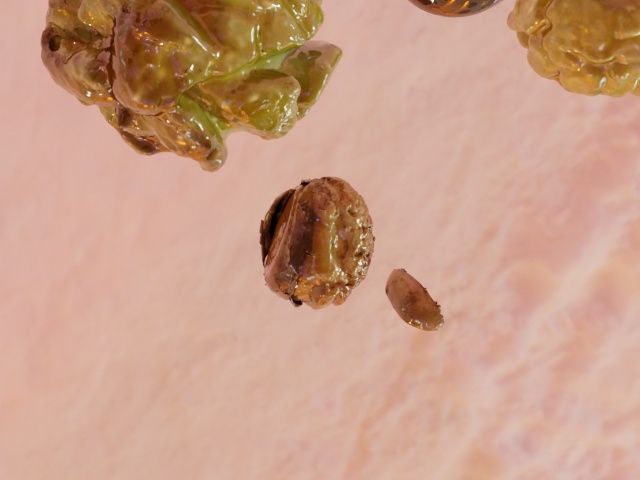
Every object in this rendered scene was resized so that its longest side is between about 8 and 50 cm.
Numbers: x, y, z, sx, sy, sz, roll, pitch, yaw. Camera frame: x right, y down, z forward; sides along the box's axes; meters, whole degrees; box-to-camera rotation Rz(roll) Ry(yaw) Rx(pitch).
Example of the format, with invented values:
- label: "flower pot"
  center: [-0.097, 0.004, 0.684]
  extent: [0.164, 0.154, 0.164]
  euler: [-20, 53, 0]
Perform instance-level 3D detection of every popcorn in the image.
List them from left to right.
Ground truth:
- label: "popcorn"
  center: [-0.134, -0.202, 1.282]
  extent: [0.247, 0.282, 0.282]
  euler: [-48, 131, -21]
- label: "popcorn"
  center: [0.336, -0.280, 1.493]
  extent: [0.249, 0.249, 0.225]
  euler: [-13, 144, -9]

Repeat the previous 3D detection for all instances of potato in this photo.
- label: "potato"
  center: [0.106, 0.071, 1.575]
  extent: [0.036, 0.093, 0.037]
  euler: [-32, 156, -28]

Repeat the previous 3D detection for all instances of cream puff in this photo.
- label: "cream puff"
  center: [0.000, 0.000, 1.239]
  extent: [0.104, 0.119, 0.133]
  euler: [19, 117, -14]

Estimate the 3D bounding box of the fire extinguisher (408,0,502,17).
- label: "fire extinguisher"
  center: [0.083, -0.168, 0.669]
  extent: [0.072, 0.267, 0.089]
  euler: [25, 114, 7]
